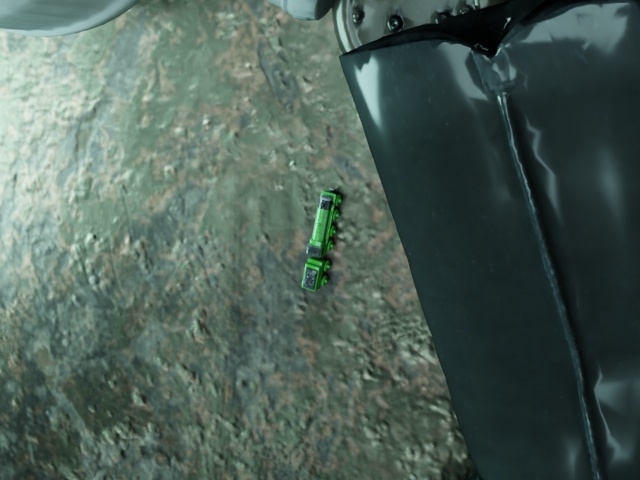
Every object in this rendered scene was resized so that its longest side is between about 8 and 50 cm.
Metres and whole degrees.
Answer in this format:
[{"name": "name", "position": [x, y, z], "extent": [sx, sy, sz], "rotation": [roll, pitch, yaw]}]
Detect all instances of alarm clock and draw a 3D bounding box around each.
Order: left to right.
[{"name": "alarm clock", "position": [0.071, -0.179, 0.890], "extent": [0.129, 0.064, 0.192], "rotation": [1, 101, 25]}]

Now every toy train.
[{"name": "toy train", "position": [0.000, 0.000, 0.989], "extent": [0.017, 0.024, 0.083], "rotation": [17, 110, 21]}]

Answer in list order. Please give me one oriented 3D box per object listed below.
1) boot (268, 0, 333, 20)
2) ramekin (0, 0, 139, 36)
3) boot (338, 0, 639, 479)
[{"name": "boot", "position": [-0.011, -0.287, 0.877], "extent": [0.123, 0.095, 0.258], "rotation": [28, 115, 9]}, {"name": "ramekin", "position": [-0.234, -0.275, 0.916], "extent": [0.273, 0.127, 0.273], "rotation": [7, 107, 24]}, {"name": "boot", "position": [0.091, 0.076, 0.865], "extent": [0.367, 0.146, 0.445], "rotation": [-12, 110, 15]}]
